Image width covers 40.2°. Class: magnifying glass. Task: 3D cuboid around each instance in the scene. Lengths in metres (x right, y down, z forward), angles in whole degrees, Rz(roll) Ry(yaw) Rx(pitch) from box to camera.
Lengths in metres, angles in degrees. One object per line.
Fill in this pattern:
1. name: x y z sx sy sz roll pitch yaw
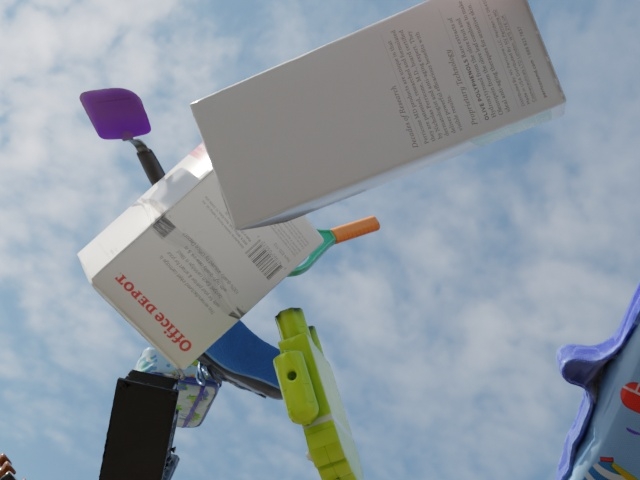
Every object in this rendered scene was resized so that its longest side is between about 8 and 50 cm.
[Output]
1. magnifying glass: 0.000 0.000 1.494 0.092 0.231 0.026 58 -32 26

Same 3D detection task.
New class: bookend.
1. bookend: -0.206 0.223 1.058 0.072 0.157 0.156 12 -81 -1

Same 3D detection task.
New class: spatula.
1. spatula: -0.275 -0.140 1.330 0.084 0.030 0.296 -7 -23 5

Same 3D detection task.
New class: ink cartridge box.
1. ink cartridge box: -0.171 0.010 1.251 0.283 0.117 0.207 -42 -59 -7

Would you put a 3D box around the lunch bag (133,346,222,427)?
1. lunch bag: -0.300 0.305 1.794 0.176 0.090 0.219 12 -38 -17

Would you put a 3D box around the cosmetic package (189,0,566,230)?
1. cosmetic package: 0.068 -0.145 0.968 0.365 0.197 0.155 -22 -91 17

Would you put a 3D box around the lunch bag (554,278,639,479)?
1. lunch bag: 0.270 0.109 0.488 0.293 0.138 0.221 20 -79 0

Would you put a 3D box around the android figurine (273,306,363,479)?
1. android figurine: -0.002 0.235 1.211 0.056 0.273 0.248 -19 -24 4

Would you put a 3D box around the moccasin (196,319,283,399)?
1. moccasin: -0.175 0.236 1.684 0.117 0.138 0.342 -23 -48 31

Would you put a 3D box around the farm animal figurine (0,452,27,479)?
1. farm animal figurine: -0.368 0.364 0.952 0.330 0.172 0.327 36 -25 35
